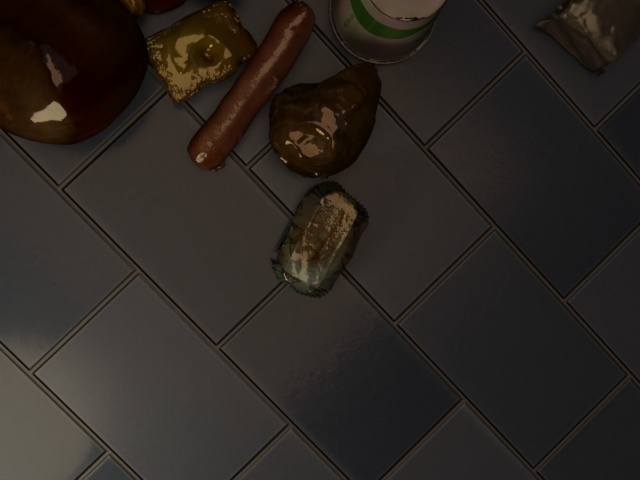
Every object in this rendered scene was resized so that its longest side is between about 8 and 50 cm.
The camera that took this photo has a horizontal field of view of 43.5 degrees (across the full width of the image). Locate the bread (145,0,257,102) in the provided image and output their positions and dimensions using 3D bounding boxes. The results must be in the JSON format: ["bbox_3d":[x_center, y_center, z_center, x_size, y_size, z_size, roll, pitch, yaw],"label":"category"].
[{"bbox_3d":[-0.264,-0.414,1.761,0.233,0.088,0.161,-31,101,-7],"label":"bread"}]

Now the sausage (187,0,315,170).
[{"bbox_3d":[-0.146,-0.333,1.745,0.094,0.094,0.419,37,98,4],"label":"sausage"}]

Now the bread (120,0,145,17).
[{"bbox_3d":[-0.429,-0.516,1.730,0.110,0.044,0.083,-3,119,33],"label":"bread"}]

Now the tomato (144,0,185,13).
[{"bbox_3d":[-0.365,-0.575,1.747,0.155,0.069,0.155,0,93,-6],"label":"tomato"}]

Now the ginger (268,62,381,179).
[{"bbox_3d":[0.019,-0.252,1.741,0.269,0.200,0.223,-16,93,-6],"label":"ginger"}]

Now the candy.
[{"bbox_3d":[0.633,-0.503,1.833,0.195,0.137,0.185,41,88,-9],"label":"candy"}]

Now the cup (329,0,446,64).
[{"bbox_3d":[0.157,-0.522,1.706,0.253,0.274,0.253,0,93,-6],"label":"cup"}]

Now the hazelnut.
[{"bbox_3d":[-0.540,-0.367,1.617,0.366,0.366,0.366,0,93,-7],"label":"hazelnut"}]

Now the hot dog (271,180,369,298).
[{"bbox_3d":[0.000,0.000,1.814,0.162,0.082,0.270,28,97,1],"label":"hot dog"}]
